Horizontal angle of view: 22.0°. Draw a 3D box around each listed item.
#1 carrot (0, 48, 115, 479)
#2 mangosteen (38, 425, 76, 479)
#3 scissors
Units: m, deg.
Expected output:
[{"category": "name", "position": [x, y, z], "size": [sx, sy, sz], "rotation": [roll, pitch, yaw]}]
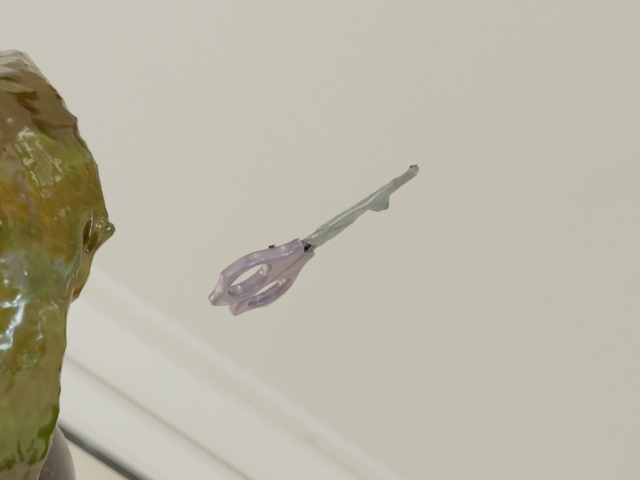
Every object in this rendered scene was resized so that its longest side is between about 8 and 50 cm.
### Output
[{"category": "carrot", "position": [-0.229, 0.041, 0.722], "size": [0.340, 0.241, 0.241], "rotation": [-9, -26, -43]}, {"category": "mangosteen", "position": [-0.265, 0.178, 1.059], "size": [0.217, 0.192, 0.192], "rotation": [-58, 11, -32]}, {"category": "scissors", "position": [0.000, 0.000, 1.427], "size": [0.212, 0.021, 0.110], "rotation": [-33, -20, 6]}]
